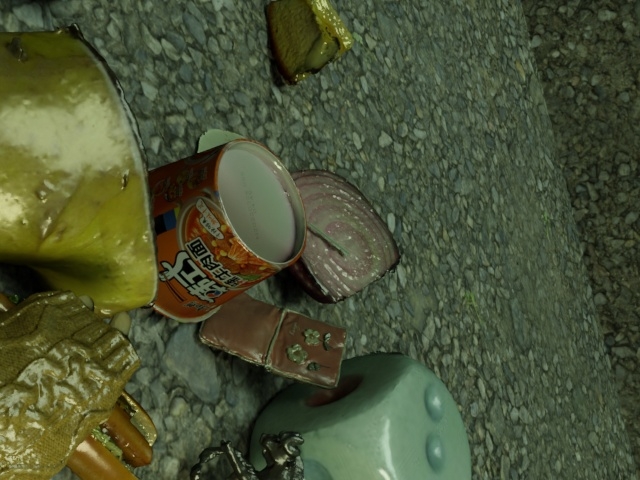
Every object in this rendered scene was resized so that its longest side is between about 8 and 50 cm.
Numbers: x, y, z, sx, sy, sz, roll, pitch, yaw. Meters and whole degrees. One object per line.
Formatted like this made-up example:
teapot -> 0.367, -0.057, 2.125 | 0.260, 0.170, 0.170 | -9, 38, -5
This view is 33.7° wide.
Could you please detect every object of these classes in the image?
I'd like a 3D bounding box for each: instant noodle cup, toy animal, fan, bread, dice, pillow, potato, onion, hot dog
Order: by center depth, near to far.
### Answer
potato -> -0.386, -0.056, 1.252 | 0.296, 0.290, 0.397 | -22, 137, -30
hot dog -> -0.318, 0.185, 1.307 | 0.337, 0.100, 0.135 | 53, 38, -30
toy animal -> -0.114, 0.363, 1.494 | 0.148, 0.084, 0.233 | 31, 88, -15
instant noodle cup -> -0.151, -0.023, 1.547 | 0.250, 0.192, 0.250 | 32, 47, -42
pillow -> -0.072, 0.152, 1.658 | 0.232, 0.043, 0.126 | 22, 44, -9
dice -> 0.066, 0.350, 1.669 | 0.268, 0.264, 0.262 | -40, 110, -57
fan -> -0.076, -0.068, 1.779 | 0.329, 0.009, 0.191 | 36, 34, -19
onion -> 0.000, 0.000, 1.884 | 0.250, 0.111, 0.247 | -27, 77, -47
bread -> -0.027, -0.373, 1.961 | 0.169, 0.140, 0.160 | 52, 27, -24

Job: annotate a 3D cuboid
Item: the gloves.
gloves -> -0.339, 0.190, 1.138 | 0.356, 0.155, 0.203 | -43, 127, -31
